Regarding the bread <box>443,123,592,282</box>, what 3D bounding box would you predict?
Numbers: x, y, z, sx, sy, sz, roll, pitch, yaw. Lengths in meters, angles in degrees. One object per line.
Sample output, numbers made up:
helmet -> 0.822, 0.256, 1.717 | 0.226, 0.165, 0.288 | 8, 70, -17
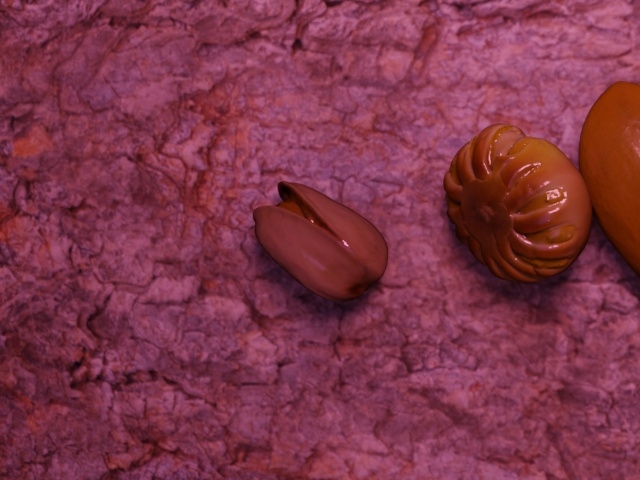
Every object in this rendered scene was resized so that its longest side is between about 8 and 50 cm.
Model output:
bread -> 0.243, -0.042, 1.299 | 0.213, 0.105, 0.213 | 23, 123, 41

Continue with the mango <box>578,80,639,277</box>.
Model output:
mango -> 0.444, -0.037, 1.238 | 0.332, 0.142, 0.195 | 40, 109, 19

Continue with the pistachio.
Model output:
pistachio -> 0.000, 0.000, 1.417 | 0.206, 0.131, 0.129 | 36, 67, 13
